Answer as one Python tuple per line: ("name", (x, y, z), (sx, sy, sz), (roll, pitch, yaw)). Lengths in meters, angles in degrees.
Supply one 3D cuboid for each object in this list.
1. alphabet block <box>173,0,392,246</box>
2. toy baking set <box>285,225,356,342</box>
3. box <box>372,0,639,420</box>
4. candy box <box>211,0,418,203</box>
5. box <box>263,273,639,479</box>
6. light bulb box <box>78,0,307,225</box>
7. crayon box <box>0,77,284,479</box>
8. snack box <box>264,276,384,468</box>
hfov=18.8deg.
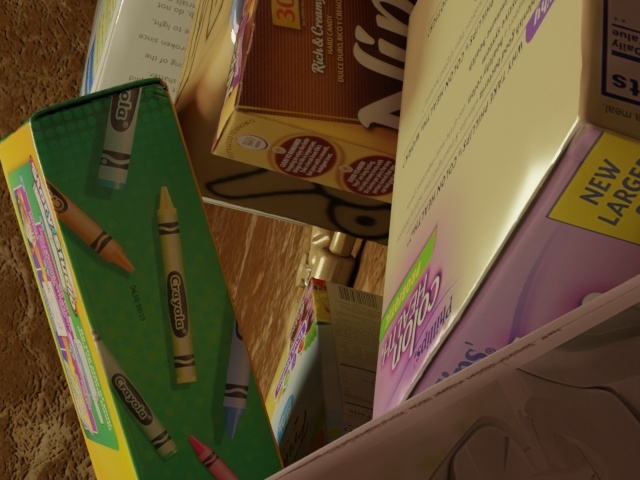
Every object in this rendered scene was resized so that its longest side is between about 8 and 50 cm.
("alphabet block", (0.031, -0.126, 1.095), (0.197, 0.192, 0.193), (129, 156, -64))
("toy baking set", (0.000, 0.004, 1.523), (0.197, 0.030, 0.256), (-99, 26, -67))
("box", (0.114, -0.055, 0.741), (0.213, 0.117, 0.243), (117, 165, -50))
("candy box", (0.051, -0.071, 0.906), (0.053, 0.186, 0.109), (123, 159, -62))
("box", (0.016, 0.147, 0.599), (0.127, 0.231, 0.262), (55, 149, 15))
("light bulb box", (-0.057, -0.272, 1.672), (0.358, 0.225, 0.361), (-89, 16, -50))
("crayon box", (-0.101, 0.057, 1.104), (0.165, 0.081, 0.278), (173, 80, -74))
("snack box", (0.002, 0.149, 1.194), (0.207, 0.070, 0.174), (-100, 27, -62))
